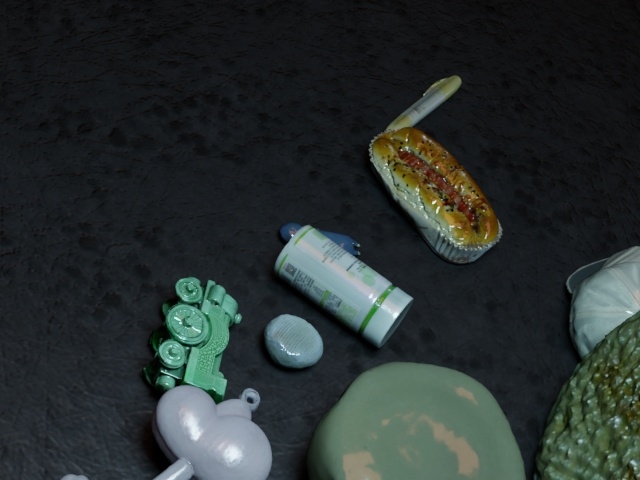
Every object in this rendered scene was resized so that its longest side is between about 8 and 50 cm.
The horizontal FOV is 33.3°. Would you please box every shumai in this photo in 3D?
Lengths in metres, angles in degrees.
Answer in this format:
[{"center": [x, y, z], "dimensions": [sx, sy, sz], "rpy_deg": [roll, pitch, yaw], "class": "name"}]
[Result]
[{"center": [0.493, 0.266, 1.325], "dimensions": [0.323, 0.397, 0.324], "rpy_deg": [36, 35, -17], "class": "shumai"}]

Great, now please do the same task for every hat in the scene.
[{"center": [0.485, 0.098, 1.581], "dimensions": [0.232, 0.161, 0.275], "rpy_deg": [40, 44, 10], "class": "hat"}]

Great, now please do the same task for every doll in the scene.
[{"center": [0.000, 0.000, 1.567], "dimensions": [0.125, 0.027, 0.037], "rpy_deg": [14, 47, -14], "class": "doll"}, {"center": [-0.185, 0.281, 1.190], "dimensions": [0.160, 0.094, 0.365], "rpy_deg": [42, 50, 11], "class": "doll"}]

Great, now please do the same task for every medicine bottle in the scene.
[{"center": [0.031, 0.062, 1.479], "dimensions": [0.183, 0.086, 0.086], "rpy_deg": [36, 47, 11], "class": "medicine bottle"}]

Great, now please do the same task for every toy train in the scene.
[{"center": [-0.159, 0.126, 1.361], "dimensions": [0.104, 0.071, 0.178], "rpy_deg": [22, 46, -13], "class": "toy train"}]

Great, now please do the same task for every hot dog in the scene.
[{"center": [0.179, -0.078, 1.672], "dimensions": [0.144, 0.075, 0.268], "rpy_deg": [-23, 59, -33], "class": "hot dog"}]

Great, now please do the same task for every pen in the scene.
[{"center": [0.175, -0.232, 1.841], "dimensions": [0.040, 0.032, 0.233], "rpy_deg": [21, 41, 31], "class": "pen"}]

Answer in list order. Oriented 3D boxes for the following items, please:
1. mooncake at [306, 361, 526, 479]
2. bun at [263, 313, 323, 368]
[{"center": [0.112, 0.281, 1.284], "dimensions": [0.275, 0.135, 0.275], "rpy_deg": [10, 51, -12], "class": "mooncake"}, {"center": [-0.038, 0.137, 1.413], "dimensions": [0.083, 0.045, 0.083], "rpy_deg": [12, 48, -14], "class": "bun"}]
